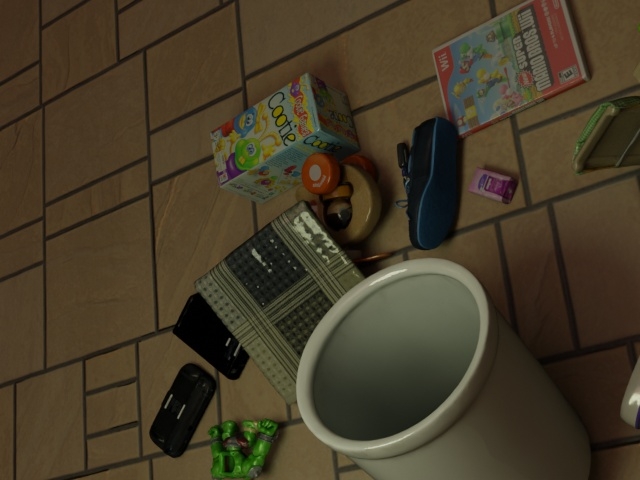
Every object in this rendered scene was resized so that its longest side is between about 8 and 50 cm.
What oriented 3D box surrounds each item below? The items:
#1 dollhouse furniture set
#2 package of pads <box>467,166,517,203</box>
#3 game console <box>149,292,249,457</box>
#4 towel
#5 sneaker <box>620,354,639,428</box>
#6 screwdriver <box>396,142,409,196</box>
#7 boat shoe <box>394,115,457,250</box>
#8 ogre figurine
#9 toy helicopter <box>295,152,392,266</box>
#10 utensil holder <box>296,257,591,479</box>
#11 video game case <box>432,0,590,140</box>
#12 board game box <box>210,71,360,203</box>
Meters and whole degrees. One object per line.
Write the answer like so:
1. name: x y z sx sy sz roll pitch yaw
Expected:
1. dollhouse furniture set: 0.509 -0.259 1.613 0.301 0.197 0.151 112 147 -49
2. package of pads: 0.317 -0.101 1.897 0.083 0.032 0.050 22 94 40
3. game console: -0.276 0.293 2.247 0.213 0.044 0.361 33 98 41
4. towel: -0.044 0.126 2.017 0.312 0.056 0.324 -37 90 22
5. sneaker: 0.614 0.178 1.535 0.236 0.130 0.323 23 87 30
6. screwdriver: 0.167 -0.113 2.024 0.024 0.025 0.170 -17 67 34
7. boat shoe: 0.205 -0.102 1.949 0.089 0.109 0.258 -7 64 50
8. ogre figurine: -0.167 0.426 2.088 0.197 0.097 0.118 -3 63 26
9. toy helicopter: 0.000 0.000 2.082 0.355 0.140 0.235 -45 63 33
10. utensil holder: 0.202 0.267 1.599 0.327 0.385 0.328 -25 41 23
11. video game case: 0.352 -0.332 1.940 0.285 0.025 0.204 -24 64 32
12. board game box: -0.078 -0.211 2.167 0.275 0.144 0.142 -27 62 29
